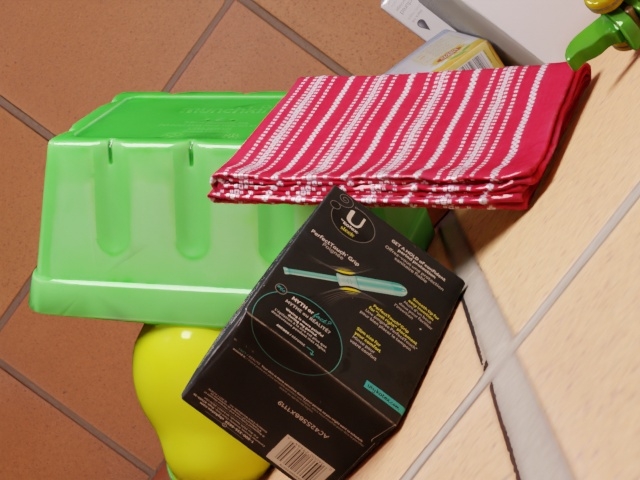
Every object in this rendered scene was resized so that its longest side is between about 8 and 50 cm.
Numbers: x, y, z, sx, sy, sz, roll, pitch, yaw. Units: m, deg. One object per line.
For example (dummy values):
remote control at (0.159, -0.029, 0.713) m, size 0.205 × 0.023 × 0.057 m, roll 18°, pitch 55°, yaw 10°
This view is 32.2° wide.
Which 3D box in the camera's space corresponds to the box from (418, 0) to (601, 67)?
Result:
box at (0.234, -0.302, 1.176) m, size 0.215 × 0.168 × 0.345 m, roll -52°, pitch 1°, yaw 9°

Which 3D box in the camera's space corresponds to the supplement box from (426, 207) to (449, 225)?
supplement box at (0.144, -0.108, 1.264) m, size 0.078 × 0.080 × 0.233 m, roll -50°, pitch 5°, yaw 39°

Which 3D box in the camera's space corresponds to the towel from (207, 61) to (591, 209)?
towel at (0.065, -0.090, 0.889) m, size 0.199 × 0.275 × 0.031 m, roll -55°, pitch -42°, yaw -46°

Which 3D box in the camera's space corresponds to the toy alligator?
toy alligator at (0.244, -0.193, 0.785) m, size 0.189 × 0.056 × 0.051 m, roll -52°, pitch 44°, yaw -6°

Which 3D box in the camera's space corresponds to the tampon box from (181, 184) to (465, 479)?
tampon box at (0.005, 0.065, 0.755) m, size 0.101 × 0.120 × 0.161 m, roll -51°, pitch 2°, yaw 39°

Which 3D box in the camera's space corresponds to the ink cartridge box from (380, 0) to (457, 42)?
ink cartridge box at (0.220, -0.349, 1.655) m, size 0.158 × 0.218 × 0.092 m, roll -53°, pitch 7°, yaw 16°

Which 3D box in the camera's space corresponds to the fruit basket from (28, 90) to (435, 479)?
fruit basket at (-0.085, 0.052, 1.105) m, size 0.392 × 0.392 × 0.283 m, roll -52°, pitch 2°, yaw 29°

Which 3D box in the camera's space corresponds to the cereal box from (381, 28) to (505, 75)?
cereal box at (0.105, -0.167, 1.256) m, size 0.173 × 0.047 × 0.240 m, roll -36°, pitch 13°, yaw 5°
